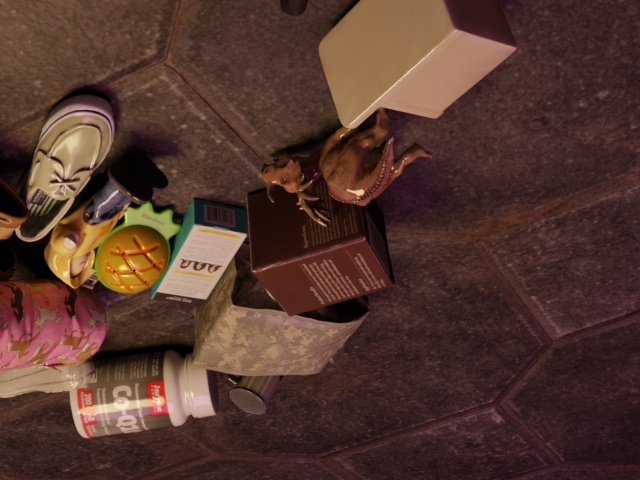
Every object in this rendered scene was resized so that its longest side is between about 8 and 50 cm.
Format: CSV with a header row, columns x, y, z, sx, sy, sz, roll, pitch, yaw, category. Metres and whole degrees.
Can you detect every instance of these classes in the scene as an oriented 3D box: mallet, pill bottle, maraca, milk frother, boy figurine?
x,y,z,sx,sy,sz,roll,pitch,yaw,category
0.037,-0.350,1.403,0.189,0.039,0.062,-10,148,-3,mallet
-0.364,0.316,2.151,0.283,0.161,0.161,-8,145,1,pill bottle
-0.320,0.013,1.798,0.127,0.099,0.186,20,112,-27,maraca
-0.146,0.296,2.185,0.129,0.135,0.143,23,142,10,milk frother
-0.372,-0.021,1.683,0.092,0.177,0.285,44,122,-2,boy figurine

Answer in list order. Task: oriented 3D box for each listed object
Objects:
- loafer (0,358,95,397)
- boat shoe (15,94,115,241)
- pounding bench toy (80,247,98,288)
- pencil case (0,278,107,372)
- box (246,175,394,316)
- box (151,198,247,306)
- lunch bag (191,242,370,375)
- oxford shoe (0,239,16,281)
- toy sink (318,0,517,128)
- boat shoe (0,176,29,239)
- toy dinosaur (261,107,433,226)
x,y,z,sx,sy,sz,roll,pitch,yaw,category
-0.595,0.253,2.085,0.319,0.111,0.112,-10,-177,23,loafer
-0.401,-0.105,1.612,0.109,0.094,0.302,14,140,-27,boat shoe
-0.433,0.043,1.852,0.083,0.052,0.065,22,136,-35,pounding bench toy
-0.520,0.151,1.763,0.160,0.167,0.386,-17,173,15,pencil case
0.000,0.000,1.768,0.203,0.167,0.168,-16,144,13,box
-0.222,0.027,1.859,0.100,0.060,0.244,11,141,-23,box
-0.074,0.146,1.962,0.287,0.169,0.235,13,140,-19,lunch bag
-0.597,0.075,1.809,0.132,0.130,0.364,-6,147,-15,oxford shoe
0.130,-0.265,1.413,0.131,0.153,0.234,6,147,-39,toy sink
-0.565,-0.115,1.532,0.120,0.123,0.324,-24,134,21,boat shoe
0.042,-0.102,1.592,0.200,0.295,0.127,-46,112,-10,toy dinosaur
